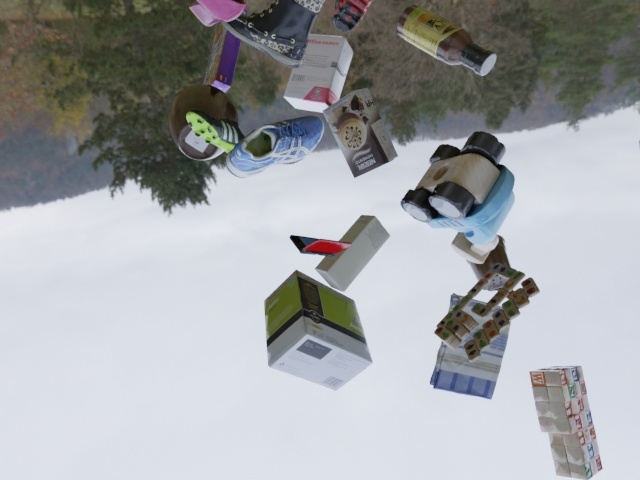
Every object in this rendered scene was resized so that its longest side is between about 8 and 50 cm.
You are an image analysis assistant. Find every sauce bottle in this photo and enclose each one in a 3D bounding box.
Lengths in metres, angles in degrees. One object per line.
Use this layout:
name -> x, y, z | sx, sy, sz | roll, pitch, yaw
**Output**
sauce bottle -> 0.394, -0.627, 1.339 | 0.111, 0.111, 0.344 | -22, -125, -38

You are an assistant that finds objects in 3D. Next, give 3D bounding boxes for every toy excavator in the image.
toy excavator -> 0.460, -0.068, 1.297 | 0.222, 0.445, 0.433 | -55, -164, -11

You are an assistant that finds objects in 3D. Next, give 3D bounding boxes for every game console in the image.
game console -> 0.000, 0.000, 1.297 | 0.144, 0.085, 0.124 | 9, -149, -42

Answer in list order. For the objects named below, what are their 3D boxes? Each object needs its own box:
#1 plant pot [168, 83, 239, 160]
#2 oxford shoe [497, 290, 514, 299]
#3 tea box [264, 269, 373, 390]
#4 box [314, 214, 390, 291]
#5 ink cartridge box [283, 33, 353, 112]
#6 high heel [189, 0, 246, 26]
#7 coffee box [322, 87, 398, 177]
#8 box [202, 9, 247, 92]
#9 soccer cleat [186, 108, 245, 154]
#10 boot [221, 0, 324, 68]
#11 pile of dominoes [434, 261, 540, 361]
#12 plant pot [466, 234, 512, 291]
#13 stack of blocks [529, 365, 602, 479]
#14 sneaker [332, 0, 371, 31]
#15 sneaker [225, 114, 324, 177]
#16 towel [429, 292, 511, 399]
plant pot -> -0.347, -0.325, 1.240 | 0.215, 0.215, 0.230 | -9, -149, -6
oxford shoe -> 0.752, 0.156, 1.767 | 0.076, 0.076, 0.212 | 4, -136, -31
tea box -> -0.018, 0.342, 1.625 | 0.220, 0.329, 0.324 | -44, -147, 24
box -> 0.116, 0.041, 1.507 | 0.275, 0.113, 0.094 | -47, -155, -16
ink cartridge box -> -0.005, -0.695, 1.777 | 0.207, 0.283, 0.117 | 17, 178, 25
high heel -> -0.228, -0.457, 0.681 | 0.117, 0.244, 0.082 | 8, -120, 45
coffee box -> 0.159, -0.421, 1.679 | 0.168, 0.297, 0.119 | -21, -171, 41
box -> -0.344, -0.640, 1.491 | 0.057, 0.293, 0.201 | 16, 167, -29
soccer cleat -> -0.218, -0.241, 0.927 | 0.060, 0.072, 0.179 | -2, 159, 32
boot -> -0.114, -0.541, 0.996 | 0.236, 0.179, 0.085 | 32, -142, -2
pile of dominoes -> 0.382, 0.153, 1.009 | 0.251, 0.040, 0.196 | -47, -166, -1
plant pot -> 0.639, 0.091, 1.602 | 0.167, 0.167, 0.165 | -6, -128, 0
stack of blocks -> 0.728, 0.532, 1.261 | 0.171, 0.297, 0.087 | 6, 163, -39
sneaker -> 0.138, -0.778, 1.292 | 0.097, 0.135, 0.276 | 19, 142, -36
sneaker -> -0.073, -0.181, 0.791 | 0.211, 0.080, 0.081 | -34, -178, -24
towel -> 0.446, 0.313, 1.255 | 0.209, 0.285, 0.034 | 14, 179, -9
